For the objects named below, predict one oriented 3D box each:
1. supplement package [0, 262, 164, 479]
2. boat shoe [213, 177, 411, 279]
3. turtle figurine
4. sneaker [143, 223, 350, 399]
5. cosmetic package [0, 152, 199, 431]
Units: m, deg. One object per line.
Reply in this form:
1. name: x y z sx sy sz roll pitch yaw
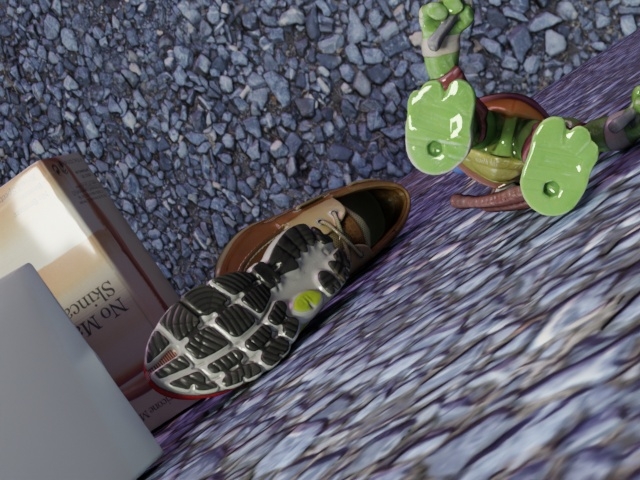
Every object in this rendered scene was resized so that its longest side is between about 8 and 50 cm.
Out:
1. supplement package: -0.304 0.184 0.901 0.198 0.199 0.263 -33 3 32
2. boat shoe: 0.000 0.000 1.363 0.120 0.122 0.324 -28 7 38
3. turtle figurine: 0.169 -0.135 0.926 0.275 0.198 0.266 -37 5 22
4. sneaker: -0.070 0.090 1.145 0.279 0.107 0.118 -33 -18 -47
5. cosmetic package: -0.250 0.069 1.244 0.153 0.296 0.129 -35 3 10
